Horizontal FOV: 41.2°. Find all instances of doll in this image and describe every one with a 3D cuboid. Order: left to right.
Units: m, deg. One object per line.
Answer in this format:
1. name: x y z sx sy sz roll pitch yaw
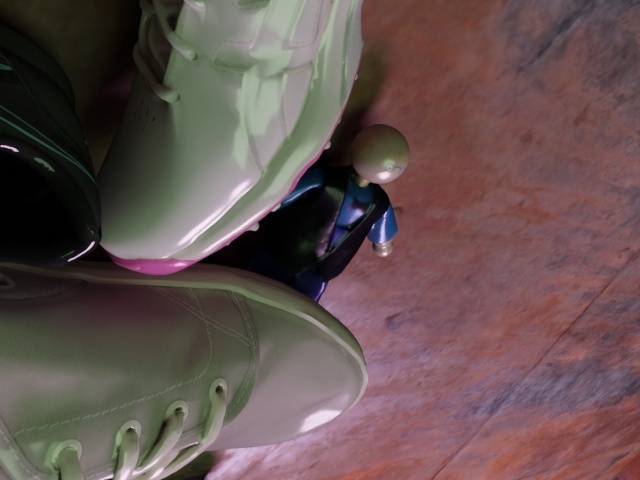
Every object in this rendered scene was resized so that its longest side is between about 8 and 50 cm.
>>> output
1. doll: 0.000 0.000 0.572 0.129 0.046 0.189 11 124 -36

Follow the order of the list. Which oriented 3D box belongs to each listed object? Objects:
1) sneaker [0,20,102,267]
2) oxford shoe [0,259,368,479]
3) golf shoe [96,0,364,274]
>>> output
1. sneaker: -0.183 -0.051 0.274 0.267 0.106 0.101 10 126 -49
2. oxford shoe: -0.128 0.086 0.443 0.169 0.130 0.449 -44 144 22
3. golf shoe: -0.032 -0.125 0.347 0.140 0.115 0.306 21 108 -44
